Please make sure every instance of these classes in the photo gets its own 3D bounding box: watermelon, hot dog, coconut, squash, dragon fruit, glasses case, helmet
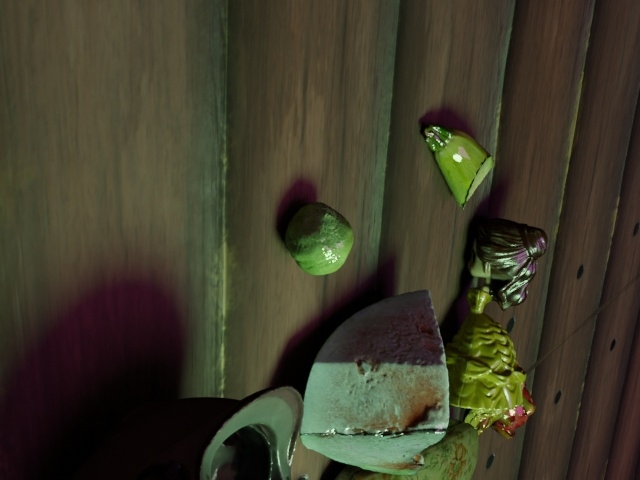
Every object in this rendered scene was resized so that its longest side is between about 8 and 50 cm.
[{"bbox_3d":[0.119,0.209,1.380,0.320,0.214,0.289,47,66,-41],"label":"watermelon"},{"bbox_3d":[0.334,0.317,1.884,0.078,0.061,0.169,36,77,-55],"label":"hot dog"},{"bbox_3d":[0.000,0.000,1.218,0.087,0.088,0.096,-61,141,-13],"label":"coconut"},{"bbox_3d":[0.213,-0.121,1.466,0.090,0.075,0.200,-42,144,4],"label":"squash"},{"bbox_3d":[0.397,0.340,1.957,0.126,0.068,0.112,-63,172,2],"label":"dragon fruit"},{"bbox_3d":[0.144,0.411,1.626,0.425,0.098,0.156,-7,110,-53],"label":"glasses case"},{"bbox_3d":[-0.165,0.292,1.031,0.271,0.197,0.338,32,73,-65],"label":"helmet"}]

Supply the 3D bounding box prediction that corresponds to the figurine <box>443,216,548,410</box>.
[{"bbox_3d":[0.284,0.117,1.658,0.187,0.168,0.315,4,94,-45],"label":"figurine"}]
